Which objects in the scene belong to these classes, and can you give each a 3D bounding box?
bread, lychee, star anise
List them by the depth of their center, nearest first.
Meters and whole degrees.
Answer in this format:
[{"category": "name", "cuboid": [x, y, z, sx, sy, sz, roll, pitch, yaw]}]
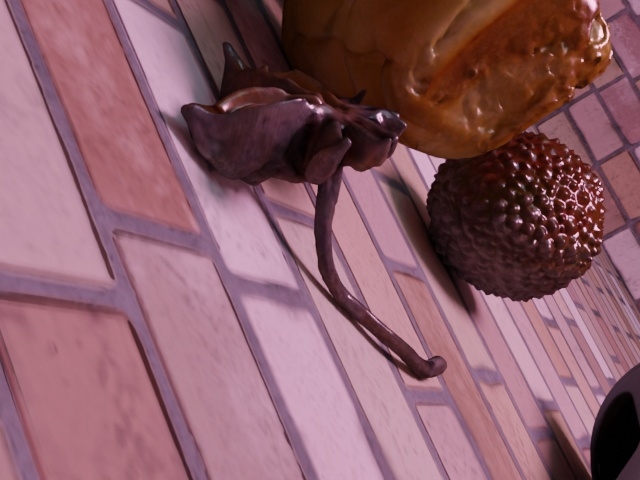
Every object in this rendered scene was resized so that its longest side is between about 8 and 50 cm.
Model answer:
[{"category": "star anise", "cuboid": [0.000, 0.000, 0.678, 0.148, 0.218, 0.227, 34, -54, 51]}, {"category": "bread", "cuboid": [0.074, -0.152, 0.780, 0.132, 0.167, 0.294, 63, -7, -19]}, {"category": "lychee", "cuboid": [0.188, -0.023, 1.003, 0.197, 0.165, 0.165, -5, 65, -54]}]

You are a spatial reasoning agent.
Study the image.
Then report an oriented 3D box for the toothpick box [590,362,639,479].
[{"category": "toothpick box", "cuboid": [0.365, 0.242, 0.902, 0.263, 0.263, 0.354, 59, 18, -2]}]
